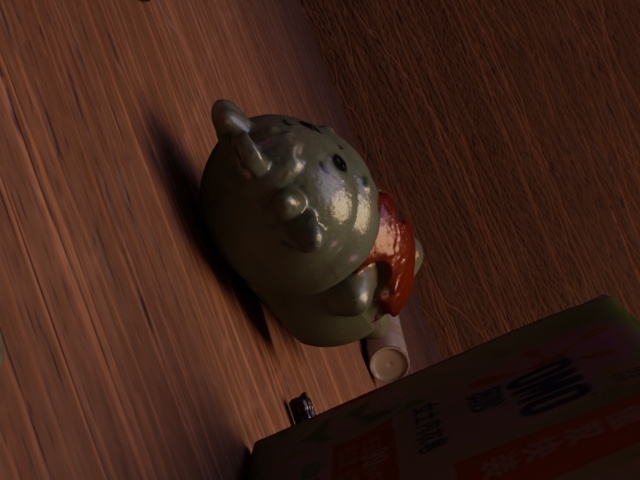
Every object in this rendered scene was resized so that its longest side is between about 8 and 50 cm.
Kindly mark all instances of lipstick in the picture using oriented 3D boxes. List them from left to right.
[{"bbox_3d":[0.063,0.096,1.265,0.141,0.040,0.040,-96,163,-74],"label":"lipstick"}]

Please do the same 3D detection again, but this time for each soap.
[{"bbox_3d":[0.071,0.127,0.487,0.199,0.182,0.138,-81,148,-81],"label":"soap"}]

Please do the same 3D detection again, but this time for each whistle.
[{"bbox_3d":[-0.001,0.002,0.722,0.253,0.106,0.101,57,28,-61],"label":"whistle"}]

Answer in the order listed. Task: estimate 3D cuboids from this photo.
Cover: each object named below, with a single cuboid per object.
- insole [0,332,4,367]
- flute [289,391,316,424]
[{"bbox_3d":[-0.114,-0.056,0.303,0.063,0.010,0.192,-36,105,-84],"label":"insole"},{"bbox_3d":[0.031,0.205,0.668,0.014,0.014,0.269,52,17,-71],"label":"flute"}]
